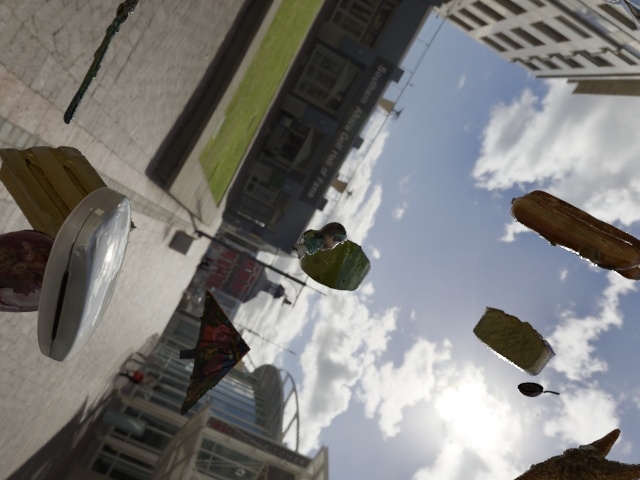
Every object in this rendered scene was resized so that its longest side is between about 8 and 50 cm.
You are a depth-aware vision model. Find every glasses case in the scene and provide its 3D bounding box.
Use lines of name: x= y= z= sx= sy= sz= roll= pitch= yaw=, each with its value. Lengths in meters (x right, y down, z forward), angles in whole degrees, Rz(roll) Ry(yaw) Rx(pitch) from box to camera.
glasses case: x=-0.213 y=0.036 z=0.410 sx=0.193 sy=0.049 sz=0.074 roll=-59 pitch=-169 yaw=35

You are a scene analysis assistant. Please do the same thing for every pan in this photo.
pan: x=0.606 y=0.422 z=1.262 sx=0.115 sy=0.069 sz=0.023 roll=-3 pitch=-82 yaw=54

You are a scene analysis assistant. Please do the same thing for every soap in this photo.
soap: x=-0.630 y=-0.100 z=1.126 sx=0.199 sy=0.315 sz=0.091 roll=-21 pitch=153 yaw=-55

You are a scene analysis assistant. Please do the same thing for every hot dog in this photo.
hot dog: x=0.477 y=-0.016 z=0.853 sx=0.109 sy=0.269 sz=0.072 roll=-17 pitch=135 yaw=-39

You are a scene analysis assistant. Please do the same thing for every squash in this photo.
squash: x=0.019 y=0.058 z=1.090 sx=0.184 sy=0.192 sz=0.085 roll=93 pitch=21 yaw=-60

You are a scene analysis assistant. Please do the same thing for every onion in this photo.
onion: x=-0.513 y=0.059 z=0.816 sx=0.198 sy=0.173 sz=0.135 roll=97 pitch=-12 yaw=-68

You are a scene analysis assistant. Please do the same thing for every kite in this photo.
kite: x=-0.267 y=0.266 z=1.128 sx=0.234 sy=0.016 sz=0.320 roll=-11 pitch=-119 yaw=30

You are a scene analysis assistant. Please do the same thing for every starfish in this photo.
starfish: x=0.467 y=0.424 z=0.811 sx=0.248 sy=0.050 sz=0.138 roll=-29 pitch=-177 yaw=2

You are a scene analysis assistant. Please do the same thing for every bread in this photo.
bread: x=0.395 y=0.205 z=0.932 sx=0.086 sy=0.156 sz=0.125 roll=-53 pitch=146 yaw=-3

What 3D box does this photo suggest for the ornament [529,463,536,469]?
ornament: x=0.533 y=0.625 z=1.002 sx=0.061 sy=0.245 sz=0.230 roll=-28 pitch=147 yaw=-60

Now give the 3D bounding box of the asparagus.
asparagus: x=-0.345 y=-0.285 z=0.712 sx=0.232 sy=0.022 sz=0.023 roll=-55 pitch=161 yaw=10

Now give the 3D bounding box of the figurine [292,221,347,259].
figurine: x=0.000 y=0.000 z=0.843 sx=0.106 sy=0.047 sz=0.060 roll=-24 pitch=180 yaw=-9

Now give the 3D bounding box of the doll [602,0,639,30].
doll: x=0.366 y=-0.316 z=0.397 sx=0.209 sy=0.340 sz=0.318 roll=-53 pitch=-128 yaw=16
